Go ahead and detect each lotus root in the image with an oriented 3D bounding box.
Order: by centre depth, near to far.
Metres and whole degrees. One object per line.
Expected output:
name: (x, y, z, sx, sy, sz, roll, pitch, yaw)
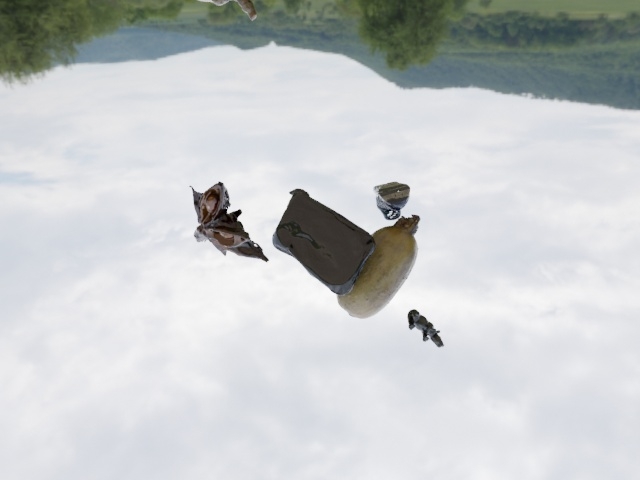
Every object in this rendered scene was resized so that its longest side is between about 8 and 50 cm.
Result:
lotus root: (0.170, 0.066, 1.528, 0.151, 0.343, 0.169, 27, -169, -36)

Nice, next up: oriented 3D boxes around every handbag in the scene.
handbag: (-0.002, -0.001, 1.507, 0.332, 0.192, 0.075, 36, -164, 33)

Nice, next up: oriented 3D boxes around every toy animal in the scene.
toy animal: (0.276, 0.231, 1.401, 0.135, 0.047, 0.065, 40, -165, -11)

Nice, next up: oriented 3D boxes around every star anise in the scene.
star anise: (-0.157, -0.014, 0.904, 0.157, 0.212, 0.053, 36, -122, 14)

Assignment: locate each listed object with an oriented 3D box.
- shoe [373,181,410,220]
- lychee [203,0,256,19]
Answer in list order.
shoe: (0.209, -0.111, 1.560, 0.091, 0.106, 0.207, -13, -171, -2)
lychee: (-0.219, -0.611, 1.146, 0.255, 0.300, 0.255, -10, -171, 2)
